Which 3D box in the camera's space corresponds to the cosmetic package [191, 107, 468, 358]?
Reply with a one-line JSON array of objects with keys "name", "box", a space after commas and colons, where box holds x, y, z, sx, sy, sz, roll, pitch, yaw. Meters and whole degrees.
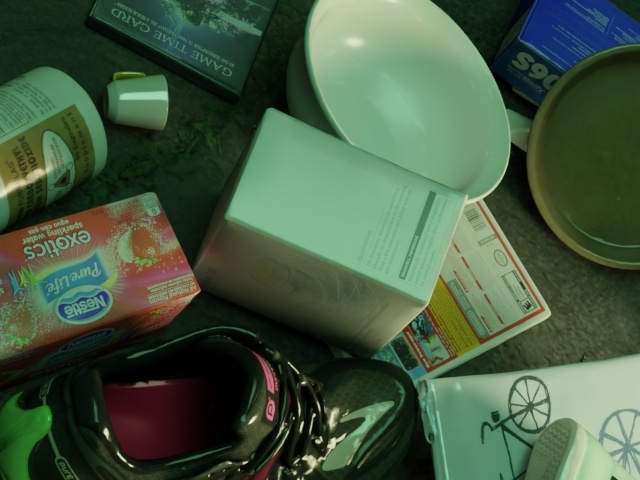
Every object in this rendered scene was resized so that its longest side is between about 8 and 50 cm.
[{"name": "cosmetic package", "box": [0.000, 0.000, 1.789, 0.224, 0.224, 0.138, 24, 67, -5]}]

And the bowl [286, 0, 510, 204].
[{"name": "bowl", "box": [0.065, -0.145, 1.961, 0.298, 0.134, 0.298, 22, 52, -31]}]

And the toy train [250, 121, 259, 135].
[{"name": "toy train", "box": [-0.042, -0.113, 1.974, 0.083, 0.023, 0.017, 24, 69, -15]}]

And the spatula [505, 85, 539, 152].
[{"name": "spatula", "box": [0.343, -0.144, 2.197, 0.242, 0.019, 0.168, 28, 51, -14]}]

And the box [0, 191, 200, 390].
[{"name": "box", "box": [-0.268, 0.058, 1.707, 0.256, 0.128, 0.123, -18, 75, -34]}]

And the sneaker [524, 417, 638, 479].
[{"name": "sneaker", "box": [0.264, 0.331, 1.791, 0.151, 0.094, 0.256, 36, 66, -23]}]

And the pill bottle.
[{"name": "pill bottle", "box": [-0.340, -0.074, 1.733, 0.229, 0.131, 0.131, -34, 84, -35]}]

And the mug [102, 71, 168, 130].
[{"name": "mug", "box": [-0.208, -0.154, 1.896, 0.064, 0.078, 0.062, -1, 99, -19]}]

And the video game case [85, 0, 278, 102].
[{"name": "video game case", "box": [-0.142, -0.313, 2.022, 0.196, 0.026, 0.274, 27, 57, -13]}]

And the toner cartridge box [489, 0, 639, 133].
[{"name": "toner cartridge box", "box": [0.395, -0.189, 2.193, 0.348, 0.075, 0.165, 35, 52, -8]}]

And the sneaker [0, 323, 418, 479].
[{"name": "sneaker", "box": [-0.075, 0.186, 1.682, 0.482, 0.202, 0.185, -3, 66, -39]}]

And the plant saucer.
[{"name": "plant saucer", "box": [0.386, -0.103, 2.101, 0.277, 0.041, 0.278, -1, 97, -6]}]

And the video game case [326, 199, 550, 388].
[{"name": "video game case", "box": [0.113, 0.053, 1.970, 0.285, 0.025, 0.204, -24, 79, -34]}]

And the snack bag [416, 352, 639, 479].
[{"name": "snack bag", "box": [0.259, 0.297, 1.870, 0.342, 0.037, 0.323, -3, 83, -31]}]
